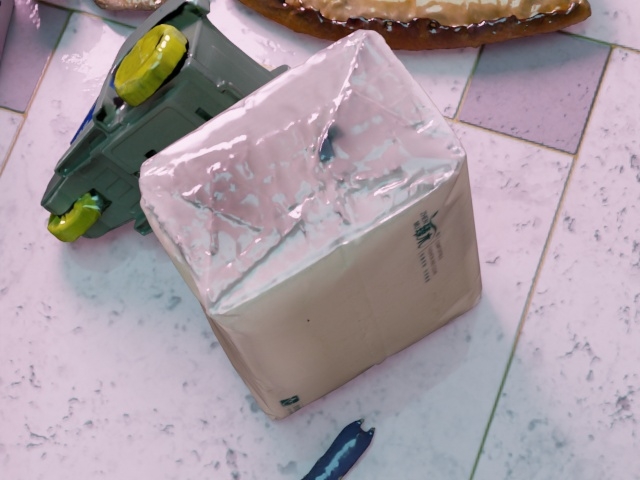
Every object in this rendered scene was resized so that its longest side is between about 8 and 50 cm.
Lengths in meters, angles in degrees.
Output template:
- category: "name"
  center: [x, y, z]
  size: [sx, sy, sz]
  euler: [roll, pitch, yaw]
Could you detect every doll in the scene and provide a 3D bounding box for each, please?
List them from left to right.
- category: "doll"
  center: [0.013, 0.248, 1.667]
  size: [0.037, 0.027, 0.125]
  euler: [39, 76, 15]

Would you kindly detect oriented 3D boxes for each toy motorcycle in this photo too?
- category: "toy motorcycle"
  center: [-0.189, -0.131, 1.717]
  size: [0.326, 0.191, 0.200]
  euler: [-31, 34, 35]

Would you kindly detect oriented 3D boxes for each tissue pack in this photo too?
- category: "tissue pack"
  center: [0.000, 0.000, 1.565]
  size: [0.297, 0.380, 0.207]
  euler: [-32, 67, -4]

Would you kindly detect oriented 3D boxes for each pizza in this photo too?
- category: "pizza"
  center: [0.068, -0.369, 1.838]
  size: [0.392, 0.080, 0.434]
  euler: [-27, 70, -4]

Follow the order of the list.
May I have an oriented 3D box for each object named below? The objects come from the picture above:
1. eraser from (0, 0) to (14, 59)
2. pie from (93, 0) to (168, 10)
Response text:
- category: "eraser"
  center: [-0.429, -0.300, 1.756]
  size: [0.086, 0.287, 0.130]
  euler: [10, 72, 5]
- category: "pie"
  center: [-0.206, -0.358, 1.864]
  size: [0.193, 0.079, 0.163]
  euler: [-40, 76, -7]
